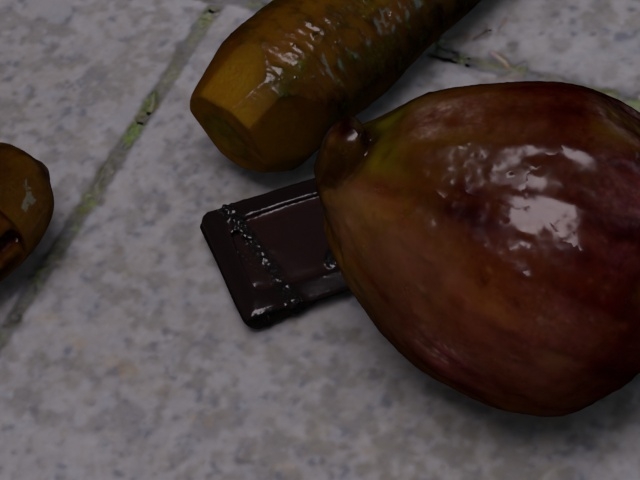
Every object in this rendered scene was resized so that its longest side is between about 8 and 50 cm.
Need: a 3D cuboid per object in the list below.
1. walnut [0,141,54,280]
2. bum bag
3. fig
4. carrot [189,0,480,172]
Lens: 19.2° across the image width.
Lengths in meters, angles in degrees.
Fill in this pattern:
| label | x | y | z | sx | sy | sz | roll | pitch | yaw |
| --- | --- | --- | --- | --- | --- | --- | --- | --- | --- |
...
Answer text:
| label | x | y | z | sx | sy | sz | roll | pitch | yaw |
| --- | --- | --- | --- | --- | --- | --- | --- | --- | --- |
| walnut | -0.291 | -0.001 | 1.398 | 0.207 | 0.116 | 0.116 | -27 | 54 | -10 |
| bum bag | 0.000 | 0.000 | 1.401 | 0.159 | 0.026 | 0.109 | -17 | 53 | -10 |
| fig | 0.130 | -0.005 | 1.268 | 0.263 | 0.224 | 0.224 | 18 | 59 | 25 |
| carrot | 0.031 | -0.171 | 1.462 | 0.114 | 0.114 | 0.302 | 35 | 64 | 29 |
